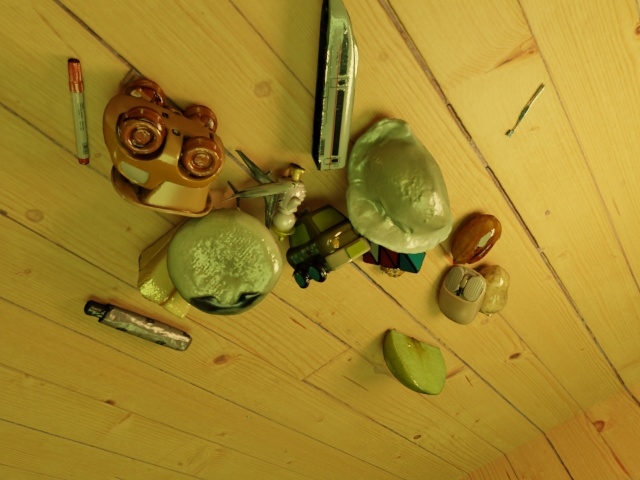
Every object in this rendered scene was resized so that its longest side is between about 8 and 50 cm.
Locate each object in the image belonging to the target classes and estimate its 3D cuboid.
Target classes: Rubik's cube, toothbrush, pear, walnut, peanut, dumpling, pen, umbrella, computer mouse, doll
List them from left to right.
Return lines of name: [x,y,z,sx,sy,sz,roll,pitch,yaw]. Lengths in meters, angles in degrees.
pen: [-0.527,-0.275,1.054,0.028,0.028,0.239,1,128,-17]
umbrella: [-0.546,0.258,1.462,0.337,0.067,0.073,32,156,-35]
doll: [-0.086,-0.096,1.262,0.081,0.129,0.207,6,105,-26]
Rubik's cube: [0.205,0.037,1.449,0.285,0.249,0.234,11,144,-30]
dumpling: [0.217,-0.140,1.242,0.270,0.320,0.212,-16,162,-30]
pear: [0.351,0.490,1.809,0.288,0.239,0.139,26,117,-31]
computer mouse: [0.485,0.196,1.670,0.082,0.145,0.236,-33,144,-38]
walnut: [0.490,0.003,1.533,0.116,0.115,0.207,20,121,-29]
peanut: [0.596,0.178,1.697,0.129,0.129,0.224,-13,129,-6]
toothbrush: [0.564,-0.353,1.322,0.017,0.014,0.162,0,130,-41]

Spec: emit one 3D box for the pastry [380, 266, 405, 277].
pastry: [0.264,0.067,1.553,0.080,0.056,0.140,33,116,-22]

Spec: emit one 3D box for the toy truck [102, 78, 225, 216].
toy truck: [-0.336,-0.196,1.060,0.288,0.204,0.211,18,124,-30]

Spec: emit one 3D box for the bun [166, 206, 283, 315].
bun: [-0.242,0.046,1.230,0.284,0.179,0.283,-1,101,-5]

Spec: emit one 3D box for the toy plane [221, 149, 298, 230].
toy plane: [-0.146,-0.126,1.207,0.226,0.058,0.225,-9,109,27]

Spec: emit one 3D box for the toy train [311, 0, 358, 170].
toy train: [0.037,-0.359,1.111,0.088,0.086,0.406,-5,129,-12]

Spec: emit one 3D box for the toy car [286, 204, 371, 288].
toy car: [0.000,0.000,1.336,0.204,0.198,0.248,-29,180,-35]

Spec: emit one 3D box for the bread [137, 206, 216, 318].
bread: [-0.343,0.054,1.293,0.264,0.163,0.168,-37,128,14]
